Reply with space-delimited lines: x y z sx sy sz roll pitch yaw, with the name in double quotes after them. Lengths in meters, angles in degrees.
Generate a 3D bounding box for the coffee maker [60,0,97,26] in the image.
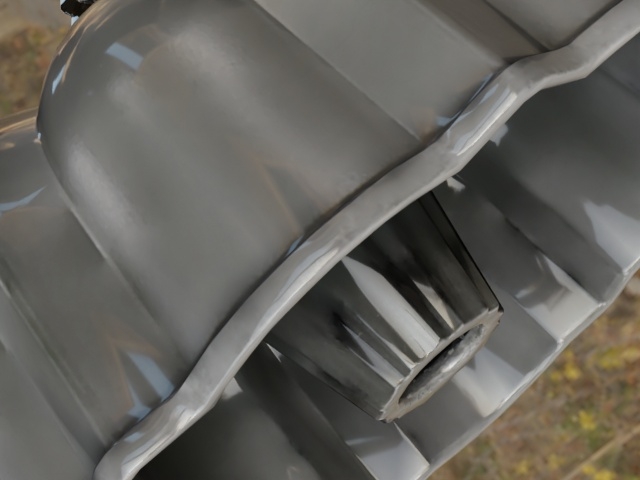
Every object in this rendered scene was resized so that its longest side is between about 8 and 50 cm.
-0.127 -0.225 1.110 0.120 0.171 0.178 28 165 -20 "coffee maker"

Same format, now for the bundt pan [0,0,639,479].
0.000 0.000 0.474 0.124 0.331 0.331 46 161 19 "bundt pan"
